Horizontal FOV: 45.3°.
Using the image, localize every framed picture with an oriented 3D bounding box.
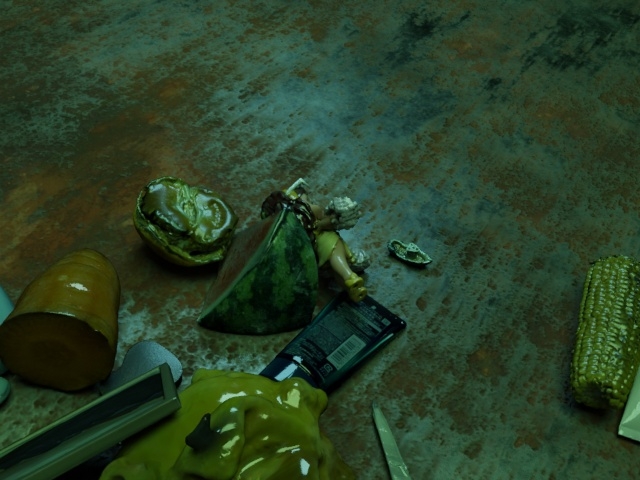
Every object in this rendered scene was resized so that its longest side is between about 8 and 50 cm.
[{"bbox_3d":[-0.294,0.233,0.911,0.266,0.192,0.018,-28,100,-12],"label":"framed picture"}]

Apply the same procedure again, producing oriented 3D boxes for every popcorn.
[{"bbox_3d":[-0.097,0.280,0.884,0.316,0.280,0.297,29,64,32],"label":"popcorn"}]

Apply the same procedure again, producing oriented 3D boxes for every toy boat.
[{"bbox_3d":[0.156,0.020,1.331,0.083,0.038,0.038,25,47,13],"label":"toy boat"}]

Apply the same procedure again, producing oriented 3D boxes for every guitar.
[{"bbox_3d":[-0.289,0.226,1.048,0.088,0.025,0.233,33,49,18],"label":"guitar"}]

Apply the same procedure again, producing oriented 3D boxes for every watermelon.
[{"bbox_3d":[-0.109,0.035,1.186,0.202,0.207,0.136,22,17,31],"label":"watermelon"}]

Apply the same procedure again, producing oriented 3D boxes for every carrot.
[{"bbox_3d":[-0.345,0.089,1.093,0.159,0.159,0.225,9,35,-3],"label":"carrot"}]

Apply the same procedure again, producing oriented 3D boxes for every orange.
[{"bbox_3d":[-0.223,-0.022,1.243,0.160,0.112,0.169,-30,81,-46],"label":"orange"}]

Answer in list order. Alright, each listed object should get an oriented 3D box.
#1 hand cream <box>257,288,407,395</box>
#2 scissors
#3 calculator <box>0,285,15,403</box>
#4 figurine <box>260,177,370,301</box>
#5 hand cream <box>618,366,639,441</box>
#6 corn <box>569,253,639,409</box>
[{"bbox_3d":[0.019,0.158,1.161,0.120,0.061,0.270,35,45,19],"label":"hand cream"},{"bbox_3d":[0.115,0.343,1.024,0.109,0.022,0.300,-3,46,-19],"label":"scissors"},{"bbox_3d":[-0.526,0.128,1.082,0.188,0.042,0.302,-23,52,-31],"label":"calculator"},{"bbox_3d":[-0.002,-0.001,1.245,0.116,0.174,0.240,-41,57,-20],"label":"figurine"},{"bbox_3d":[0.550,0.220,1.204,0.133,0.083,0.247,20,57,8],"label":"hand cream"},{"bbox_3d":[0.470,0.140,1.235,0.115,0.115,0.317,22,48,9],"label":"corn"}]
